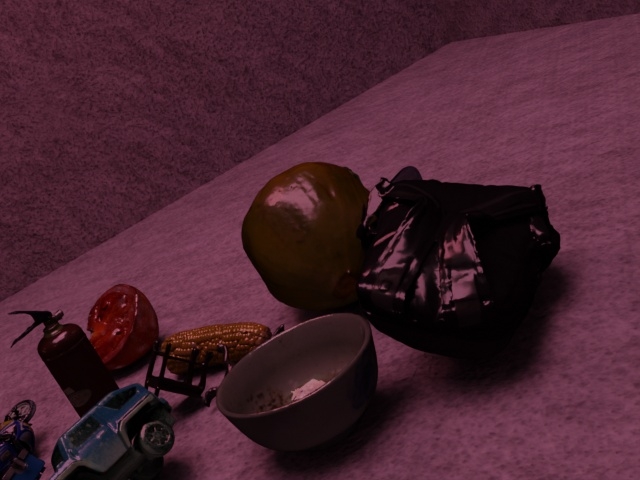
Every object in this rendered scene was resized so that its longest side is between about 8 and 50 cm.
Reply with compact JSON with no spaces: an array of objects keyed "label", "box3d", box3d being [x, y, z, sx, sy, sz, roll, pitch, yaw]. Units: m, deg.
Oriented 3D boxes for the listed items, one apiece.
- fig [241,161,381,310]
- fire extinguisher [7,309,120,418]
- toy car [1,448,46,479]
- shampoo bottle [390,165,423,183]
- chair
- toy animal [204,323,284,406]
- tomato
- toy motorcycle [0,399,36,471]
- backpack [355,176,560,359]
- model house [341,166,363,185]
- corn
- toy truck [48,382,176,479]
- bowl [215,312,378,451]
[{"label":"fig","box3d":[-0.002,0.008,1.775,0.343,0.343,0.343,-24,19,9]},{"label":"fire extinguisher","box3d":[-0.524,0.271,1.685,0.138,0.344,0.102,-37,21,-27]},{"label":"toy car","box3d":[-0.578,0.493,1.534,0.191,0.100,0.097,-56,7,24]},{"label":"shampoo bottle","box3d":[0.204,-0.117,2.157,0.049,0.087,0.234,-12,23,39]},{"label":"chair","box3d":[-0.315,0.326,1.668,0.106,0.113,0.229,-7,67,64]},{"label":"toy animal","box3d":[-0.129,0.255,1.617,0.232,0.084,0.148,-19,21,12]},{"label":"tomato","box3d":[-0.495,0.234,2.075,0.200,0.139,0.233,-23,52,32]},{"label":"toy motorcycle","box3d":[-0.733,0.481,1.782,0.169,0.113,0.315,8,47,44]},{"label":"backpack","box3d":[0.228,0.034,1.404,0.363,0.255,0.446,4,30,14]},{"label":"model house","box3d":[0.008,-0.070,2.226,0.214,0.195,0.189,-21,-11,-32]},{"label":"corn","box3d":[-0.231,0.236,1.790,0.291,0.101,0.101,-12,23,30]},{"label":"toy truck","box3d":[-0.374,0.387,1.404,0.279,0.156,0.155,-43,-12,-42]},{"label":"bowl","box3d":[-0.017,0.259,1.359,0.289,0.146,0.289,-25,17,8]}]
